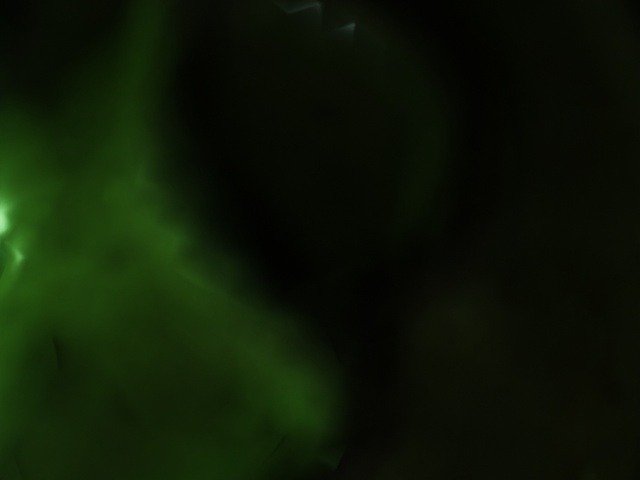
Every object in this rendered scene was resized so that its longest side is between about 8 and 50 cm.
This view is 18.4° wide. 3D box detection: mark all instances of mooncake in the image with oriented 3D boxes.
[{"bbox_3d":[-0.051,0.010,0.707,0.393,0.394,0.246,-22,176,-13],"label":"mooncake"}]
